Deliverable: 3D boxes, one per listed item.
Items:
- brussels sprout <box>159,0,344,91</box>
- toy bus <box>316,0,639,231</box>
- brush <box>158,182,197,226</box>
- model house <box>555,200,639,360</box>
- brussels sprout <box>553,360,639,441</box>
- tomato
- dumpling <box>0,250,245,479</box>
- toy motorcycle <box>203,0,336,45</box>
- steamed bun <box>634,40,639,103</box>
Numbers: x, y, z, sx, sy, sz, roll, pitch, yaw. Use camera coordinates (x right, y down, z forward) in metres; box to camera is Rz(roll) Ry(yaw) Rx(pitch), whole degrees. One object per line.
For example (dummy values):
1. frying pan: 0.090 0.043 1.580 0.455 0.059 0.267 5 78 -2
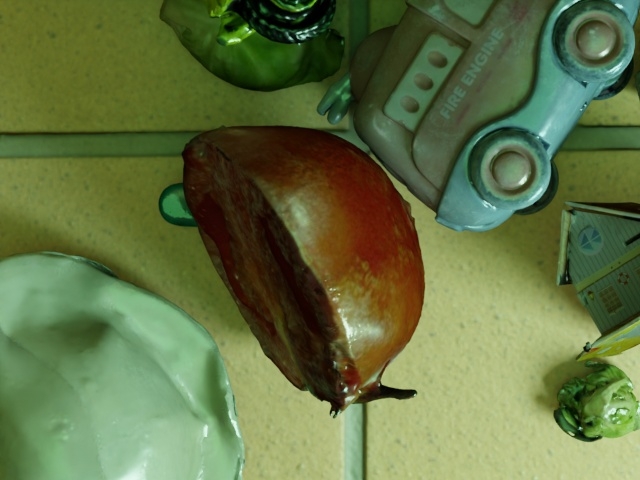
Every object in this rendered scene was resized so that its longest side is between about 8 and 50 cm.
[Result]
1. brussels sprout: -0.065 -0.210 1.681 0.181 0.100 0.139 9 108 -4
2. toy bus: 0.154 -0.162 1.637 0.232 0.197 0.294 33 96 9
3. brush: -0.064 -0.034 1.726 0.193 0.032 0.043 1 92 -11
4. model house: 0.322 0.006 1.655 0.207 0.219 0.136 -36 74 30
5. brussels sprout: 0.271 0.164 1.721 0.085 0.058 0.085 1 93 18
6. tomato: 0.006 0.001 1.615 0.170 0.309 0.309 -28 94 -19
7. dumpling: -0.208 0.181 1.683 0.260 0.181 0.341 -11 64 -18
8. toy motorcycle: 0.005 -0.325 1.597 0.206 0.142 0.342 39 62 13
9. steamed bun: 0.377 -0.171 1.624 0.177 0.192 0.106 -13 109 11
